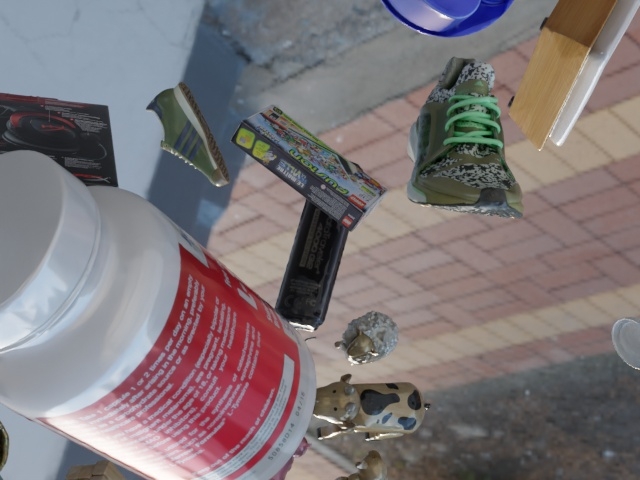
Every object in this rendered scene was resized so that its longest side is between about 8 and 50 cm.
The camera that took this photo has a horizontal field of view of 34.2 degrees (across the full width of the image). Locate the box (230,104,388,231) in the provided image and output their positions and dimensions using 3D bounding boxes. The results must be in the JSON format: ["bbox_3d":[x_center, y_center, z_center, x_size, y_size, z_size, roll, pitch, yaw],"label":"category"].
[{"bbox_3d":[-0.013,-0.102,1.423,0.207,0.114,0.036,37,117,5],"label":"box"}]

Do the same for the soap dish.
[{"bbox_3d":[0.420,-0.316,1.710,0.118,0.229,0.291,28,154,10],"label":"soap dish"}]

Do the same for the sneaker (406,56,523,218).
[{"bbox_3d":[0.202,-0.159,1.480,0.158,0.410,0.182,4,114,-5],"label":"sneaker"}]

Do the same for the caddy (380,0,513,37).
[{"bbox_3d":[0.164,-0.448,1.423,0.341,0.241,0.179,63,173,-12],"label":"caddy"}]

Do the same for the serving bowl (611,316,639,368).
[{"bbox_3d":[0.483,0.152,1.575,0.027,0.083,0.083,-22,164,-27],"label":"serving bowl"}]

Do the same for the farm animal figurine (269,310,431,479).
[{"bbox_3d":[0.044,0.293,1.659,0.326,0.330,0.172,-13,172,-35],"label":"farm animal figurine"}]

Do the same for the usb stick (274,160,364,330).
[{"bbox_3d":[0.000,0.000,1.530,0.077,0.278,0.045,12,154,7],"label":"usb stick"}]

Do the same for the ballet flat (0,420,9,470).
[{"bbox_3d":[-0.439,0.203,1.191,0.123,0.123,0.348,8,155,5],"label":"ballet flat"}]

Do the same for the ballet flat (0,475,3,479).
[{"bbox_3d":[-0.515,0.436,1.604,0.316,0.106,0.107,37,-179,29],"label":"ballet flat"}]

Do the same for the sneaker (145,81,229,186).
[{"bbox_3d":[-0.234,-0.172,1.796,0.086,0.064,0.192,-22,105,10],"label":"sneaker"}]

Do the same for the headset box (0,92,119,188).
[{"bbox_3d":[-0.358,-0.085,1.229,0.218,0.293,0.110,4,116,-17],"label":"headset box"}]

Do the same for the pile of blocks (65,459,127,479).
[{"bbox_3d":[-0.246,0.398,1.395,0.112,0.149,0.362,-10,154,26],"label":"pile of blocks"}]

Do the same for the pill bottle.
[{"bbox_3d":[-0.189,0.092,1.014,0.229,0.229,0.408,-6,149,28],"label":"pill bottle"}]
